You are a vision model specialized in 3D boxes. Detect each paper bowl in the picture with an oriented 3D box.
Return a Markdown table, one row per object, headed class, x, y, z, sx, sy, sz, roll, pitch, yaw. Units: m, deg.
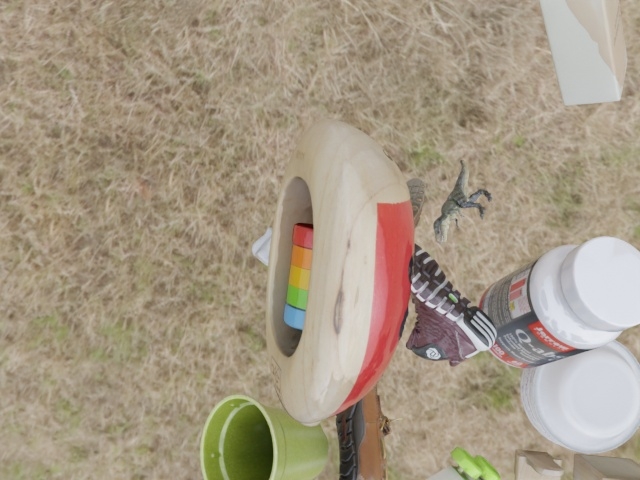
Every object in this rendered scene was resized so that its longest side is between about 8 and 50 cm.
| class | x | y | z | sx | sy | sz | roll | pitch | yaw |
| --- | --- | --- | --- | --- | --- | --- | --- | --- | --- |
| paper bowl | 0.638 | 0.362 | 1.623 | 0.285 | 0.148 | 0.284 | 1 | 83 | -5 |

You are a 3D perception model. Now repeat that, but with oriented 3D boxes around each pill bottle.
| class | x | y | z | sx | sy | sz | roll | pitch | yaw |
| --- | --- | --- | --- | --- | --- | --- | --- | --- | --- |
| pill bottle | 0.484 | 0.130 | 1.378 | 0.210 | 0.210 | 0.363 | 12 | 158 | -10 |

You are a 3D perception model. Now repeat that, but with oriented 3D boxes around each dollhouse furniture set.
| class | x | y | z | sx | sy | sz | roll | pitch | yaw |
| --- | --- | --- | --- | --- | --- | --- | --- | --- | --- |
| dollhouse furniture set | 0.481 | 0.563 | 1.153 | 0.304 | 0.174 | 0.355 | 5 | 86 | 5 |

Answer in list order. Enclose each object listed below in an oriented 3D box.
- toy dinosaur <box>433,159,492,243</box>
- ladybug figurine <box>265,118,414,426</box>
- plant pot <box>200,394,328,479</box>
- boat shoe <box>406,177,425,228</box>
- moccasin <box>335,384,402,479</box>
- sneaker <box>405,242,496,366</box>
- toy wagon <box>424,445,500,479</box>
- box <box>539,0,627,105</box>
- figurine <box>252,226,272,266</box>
| class | x | y | z | sx | sy | sz | roll | pitch | yaw |
| --- | --- | --- | --- | --- | --- | --- | --- | --- | --- |
| toy dinosaur | 0.385 | -0.107 | 1.794 | 0.118 | 0.268 | 0.064 | 15 | 152 | 22 |
| ladybug figurine | 0.028 | 0.054 | 0.988 | 0.162 | 0.305 | 0.449 | 4 | 103 | -20 |
| plant pot | -0.126 | 0.540 | 1.757 | 0.254 | 0.276 | 0.276 | 15 | 120 | -48 |
| boat shoe | 0.201 | -0.061 | 1.579 | 0.064 | 0.060 | 0.177 | 20 | 103 | 17 |
| moccasin | 0.131 | 0.509 | 1.826 | 0.147 | 0.380 | 0.139 | 25 | 127 | -23 |
| sneaker | 0.192 | 0.137 | 1.327 | 0.281 | 0.106 | 0.162 | 48 | 127 | 11 |
| toy wagon | 0.197 | 0.481 | 1.164 | 0.267 | 0.068 | 0.344 | -46 | 144 | 4 |
| box | 0.548 | -0.443 | 1.407 | 0.121 | 0.148 | 0.311 | 2 | 146 | 33 |
| figurine | 0.000 | 0.000 | 1.378 | 0.215 | 0.092 | 0.209 | 36 | 82 | 5 |
